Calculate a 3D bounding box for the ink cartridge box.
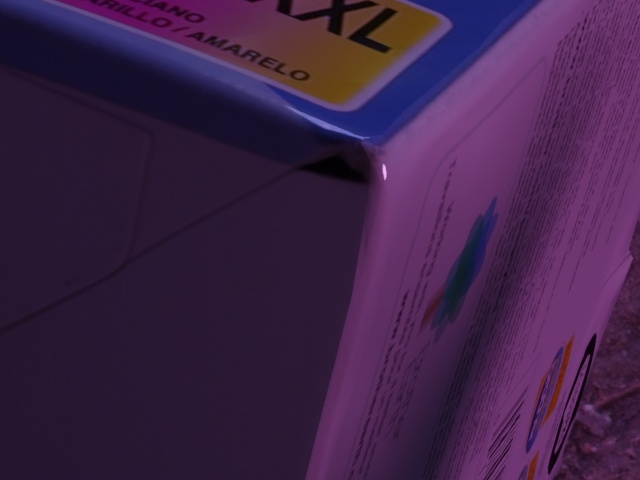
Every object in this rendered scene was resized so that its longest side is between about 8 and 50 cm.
[{"bbox_3d":[0.000,0.000,0.561,0.151,0.270,0.395,23,31,16],"label":"ink cartridge box"}]
